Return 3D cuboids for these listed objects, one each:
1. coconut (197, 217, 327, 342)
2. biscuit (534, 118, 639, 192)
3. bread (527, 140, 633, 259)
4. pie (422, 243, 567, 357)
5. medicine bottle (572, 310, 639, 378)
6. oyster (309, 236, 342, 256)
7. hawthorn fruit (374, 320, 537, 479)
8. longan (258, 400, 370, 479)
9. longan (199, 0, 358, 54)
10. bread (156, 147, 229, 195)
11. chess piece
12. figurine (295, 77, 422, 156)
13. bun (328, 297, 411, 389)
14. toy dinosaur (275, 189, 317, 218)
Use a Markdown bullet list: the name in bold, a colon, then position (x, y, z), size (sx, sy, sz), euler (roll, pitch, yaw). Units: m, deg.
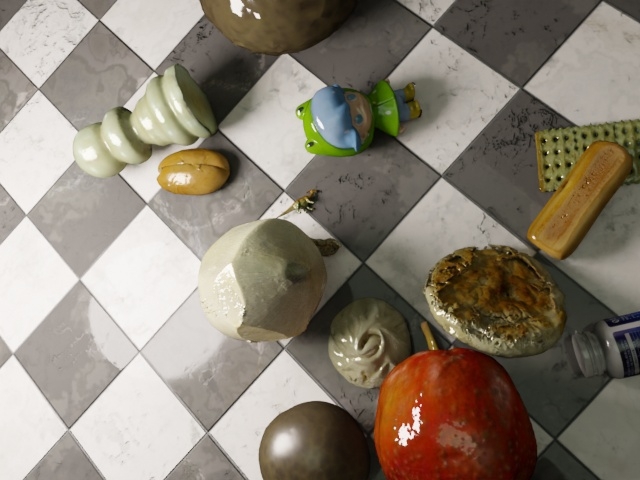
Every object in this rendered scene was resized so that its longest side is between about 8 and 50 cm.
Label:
- **coconut**: position (-0.111, 0.084, 1.148), size (0.247, 0.244, 0.245), euler (-9, 72, 56)
- **biscuit**: position (0.553, -0.172, 1.156), size (0.231, 0.016, 0.139), euler (-4, 79, 15)
- **bread**: position (0.498, -0.076, 1.111), size (0.092, 0.074, 0.239), euler (37, 95, 27)
- **pie**: position (0.325, 0.103, 1.071), size (0.274, 0.055, 0.274), euler (0, 41, 0)
- **medicine bottle**: position (0.558, 0.184, 1.030), size (0.191, 0.107, 0.107), euler (-16, 75, 12)
- **oyster**: position (0.000, 0.000, 1.246), size (0.083, 0.080, 0.038), euler (30, 61, -13)
- **hawthorn fruit**: position (0.218, 0.296, 1.016), size (0.286, 0.287, 0.331), euler (-15, 59, 12)
- **longan**: position (-0.010, 0.405, 1.102), size (0.212, 0.198, 0.198), euler (-6, 77, 19)
- **longan**: position (-0.096, -0.597, 1.235), size (0.390, 0.391, 0.392), euler (-3, 78, 15)
- **bread**: position (-0.305, -0.162, 1.361), size (0.189, 0.077, 0.114), euler (-1, 82, 13)
- **chess piece**: position (-0.426, -0.257, 1.362), size (0.330, 0.182, 0.183), euler (-26, 73, 10)
- **figurine**: position (0.083, -0.267, 1.249), size (0.263, 0.143, 0.162), euler (-15, 82, -5)
- **bun**: position (0.091, 0.205, 1.158), size (0.183, 0.102, 0.184), euler (-4, 77, 18)
- **toy dinosaur**: position (-0.047, -0.073, 1.293), size (0.113, 0.026, 0.041), euler (-40, 64, -5)
